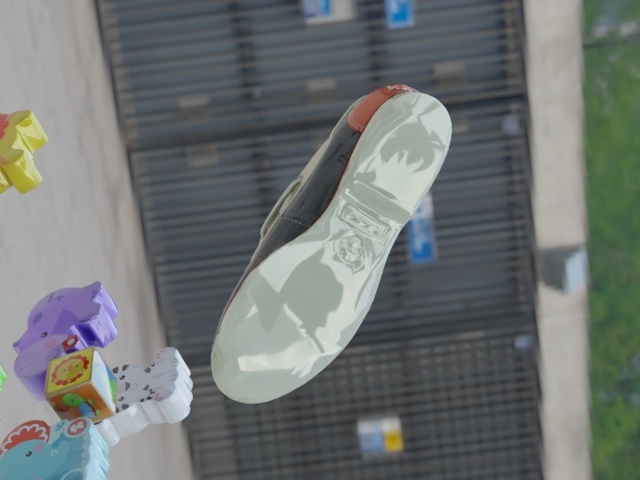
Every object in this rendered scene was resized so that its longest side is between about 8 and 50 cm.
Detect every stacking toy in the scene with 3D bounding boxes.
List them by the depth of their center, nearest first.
[{"bbox_3d":[-0.112,0.069,0.671,0.221,0.052,0.167,-95,162,-53],"label":"stacking toy"}]

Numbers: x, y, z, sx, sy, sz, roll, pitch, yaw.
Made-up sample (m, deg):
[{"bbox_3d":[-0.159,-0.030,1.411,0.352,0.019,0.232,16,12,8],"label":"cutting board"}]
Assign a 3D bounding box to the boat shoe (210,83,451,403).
[{"bbox_3d":[0.000,0.000,0.622,0.137,0.049,0.043,-58,-155,-4],"label":"boat shoe"}]
